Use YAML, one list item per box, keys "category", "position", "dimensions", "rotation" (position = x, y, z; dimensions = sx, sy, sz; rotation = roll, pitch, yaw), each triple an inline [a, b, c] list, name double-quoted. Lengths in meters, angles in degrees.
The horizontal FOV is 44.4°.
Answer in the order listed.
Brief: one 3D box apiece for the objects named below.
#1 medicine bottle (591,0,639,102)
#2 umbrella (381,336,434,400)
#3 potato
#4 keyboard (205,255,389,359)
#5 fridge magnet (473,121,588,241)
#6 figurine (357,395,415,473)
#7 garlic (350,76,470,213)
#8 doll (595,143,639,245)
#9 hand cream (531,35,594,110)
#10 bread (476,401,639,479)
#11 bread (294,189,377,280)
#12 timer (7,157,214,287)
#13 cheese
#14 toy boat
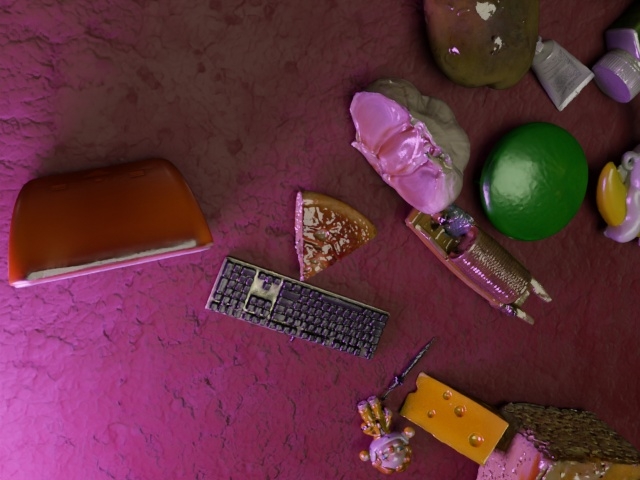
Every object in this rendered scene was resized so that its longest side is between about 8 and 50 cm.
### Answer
- category: "medicine bottle"
  position: [0.567, -0.334, 1.359]
  dimensions: [0.188, 0.088, 0.132]
  rotation: [-45, 111, -3]
- category: "umbrella"
  position: [0.157, 0.230, 1.407]
  dimensions: [0.149, 0.022, 0.022]
  rotation: [-52, 153, 0]
- category: "potato"
  position: [0.251, -0.378, 1.226]
  dimensions: [0.191, 0.141, 0.296]
  rotation: [-18, 105, -15]
- category: "keyboard"
  position: [-0.033, 0.123, 1.318]
  dimensions: [0.316, 0.027, 0.106]
  rotation: [20, 96, -21]
- category: "fridge magnet"
  position: [0.366, -0.101, 1.353]
  dimensions: [0.208, 0.088, 0.208]
  rotation: [-4, 105, -17]
- category: "figurine"
  position: [0.108, 0.352, 1.400]
  dimensions: [0.143, 0.068, 0.101]
  rotation: [42, 85, -9]
- category: "garlic"
  position: [0.160, -0.161, 1.235]
  dimensions: [0.142, 0.178, 0.229]
  rotation: [-30, 95, -24]
- category: "doll"
  position: [0.598, -0.105, 1.409]
  dimensions: [0.237, 0.111, 0.252]
  rotation: [26, 106, -24]
- category: "hand cream"
  position: [0.400, -0.295, 1.342]
  dimensions: [0.142, 0.053, 0.084]
  rotation: [36, 104, -31]
- category: "bread"
  position: [0.429, 0.481, 1.434]
  dimensions: [0.278, 0.248, 0.316]
  rotation: [-1, 107, -15]
- category: "bread"
  position: [-0.001, -0.025, 1.278]
  dimensions: [0.154, 0.054, 0.136]
  rotation: [-36, 112, -12]
- category: "timer"
  position: [-0.291, -0.009, 1.086]
  dimensions: [0.257, 0.250, 0.161]
  rotation: [-11, 106, -14]
- category: "cheese"
  position: [0.236, 0.316, 1.429]
  dimensions: [0.171, 0.126, 0.093]
  rotation: [28, 93, -1]
- category: "toy boat"
  position: [0.275, 0.034, 1.343]
  dimensions: [0.310, 0.115, 0.089]
  rotation: [41, 89, -21]
